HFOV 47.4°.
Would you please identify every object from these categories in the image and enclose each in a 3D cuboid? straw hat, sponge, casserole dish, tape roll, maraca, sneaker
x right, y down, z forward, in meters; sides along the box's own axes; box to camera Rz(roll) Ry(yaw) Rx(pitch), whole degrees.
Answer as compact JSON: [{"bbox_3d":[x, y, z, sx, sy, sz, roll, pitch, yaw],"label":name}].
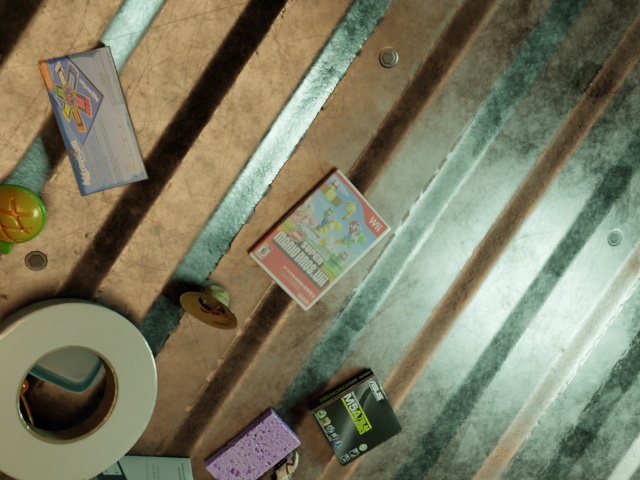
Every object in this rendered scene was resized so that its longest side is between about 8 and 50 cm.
[{"bbox_3d":[-0.240,0.137,1.645,0.144,0.144,0.061,39,53,-21],"label":"straw hat"},{"bbox_3d":[-0.165,0.519,1.783,0.210,0.031,0.117,-38,111,-3],"label":"sponge"},{"bbox_3d":[-0.567,0.259,1.600,0.188,0.037,0.114,32,93,-21],"label":"casserole dish"},{"bbox_3d":[-0.538,0.317,1.534,0.391,0.072,0.392,-4,97,-33],"label":"tape roll"},{"bbox_3d":[-0.635,-0.042,1.475,0.185,0.099,0.127,-35,110,23],"label":"maraca"},{"bbox_3d":[-0.088,0.565,1.812,0.043,0.040,0.109,20,97,-17],"label":"sneaker"}]

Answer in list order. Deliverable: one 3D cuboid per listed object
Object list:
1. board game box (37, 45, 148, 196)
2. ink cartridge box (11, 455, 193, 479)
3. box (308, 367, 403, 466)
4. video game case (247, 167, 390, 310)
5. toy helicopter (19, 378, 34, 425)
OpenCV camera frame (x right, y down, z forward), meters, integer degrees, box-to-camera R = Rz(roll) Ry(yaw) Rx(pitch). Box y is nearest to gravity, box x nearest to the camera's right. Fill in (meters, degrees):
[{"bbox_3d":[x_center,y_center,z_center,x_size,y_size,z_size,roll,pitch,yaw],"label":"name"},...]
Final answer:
[{"bbox_3d":[-0.465,-0.245,1.505,0.145,0.027,0.281,-16,108,-13],"label":"board game box"},{"bbox_3d":[-0.504,0.650,1.648,0.394,0.166,0.286,7,101,-17],"label":"ink cartridge box"},{"bbox_3d":[0.090,0.445,1.830,0.184,0.045,0.191,-28,110,-5],"label":"box"},{"bbox_3d":[0.000,0.000,1.701,0.285,0.025,0.204,-44,111,-2],"label":"video game case"},{"bbox_3d":[-0.715,0.277,1.509,0.234,0.140,0.355,2,105,-24],"label":"toy helicopter"}]
